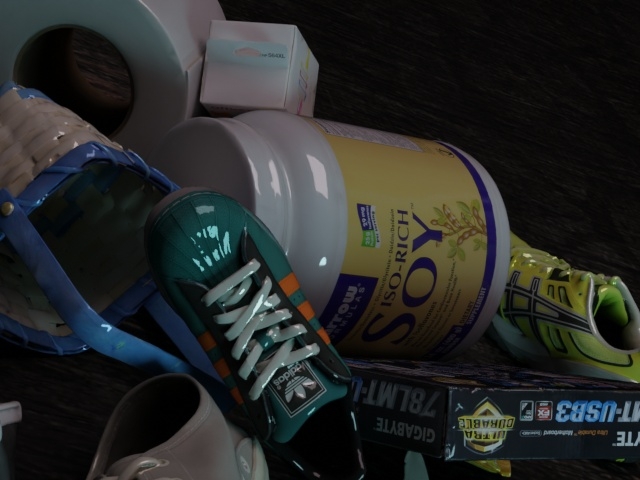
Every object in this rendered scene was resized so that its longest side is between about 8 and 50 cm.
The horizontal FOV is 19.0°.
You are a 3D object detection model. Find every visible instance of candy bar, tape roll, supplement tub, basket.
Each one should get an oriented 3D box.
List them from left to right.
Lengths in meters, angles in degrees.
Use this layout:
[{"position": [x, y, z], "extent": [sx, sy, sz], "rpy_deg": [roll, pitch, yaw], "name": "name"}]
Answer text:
[{"position": [-0.199, 0.020, 1.656], "extent": [0.289, 0.201, 0.255], "rpy_deg": [45, 3, 34], "name": "basket"}, {"position": [-0.229, -0.179, 1.980], "extent": [0.246, 0.246, 0.169], "rpy_deg": [31, 24, 1], "name": "tape roll"}, {"position": [0.000, 0.000, 1.904], "extent": [0.331, 0.241, 0.241], "rpy_deg": [7, 34, -41], "name": "supplement tub"}, {"position": [0.122, 0.197, 1.936], "extent": [0.161, 0.018, 0.040], "rpy_deg": [27, 25, -11], "name": "candy bar"}]

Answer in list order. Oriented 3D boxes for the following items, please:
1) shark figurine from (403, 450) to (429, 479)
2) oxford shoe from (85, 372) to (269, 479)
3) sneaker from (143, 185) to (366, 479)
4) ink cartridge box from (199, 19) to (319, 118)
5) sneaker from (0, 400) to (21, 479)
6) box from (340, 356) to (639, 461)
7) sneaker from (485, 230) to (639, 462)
[{"position": [0.199, 0.275, 1.768], "extent": [0.278, 0.116, 0.166], "rpy_deg": [37, 24, 9], "name": "shark figurine"}, {"position": [-0.114, 0.233, 1.407], "extent": [0.130, 0.169, 0.449], "rpy_deg": [54, 10, -20], "name": "oxford shoe"}, {"position": [-0.038, 0.085, 1.568], "extent": [0.302, 0.108, 0.121], "rpy_deg": [59, -8, -34], "name": "sneaker"}, {"position": [-0.063, -0.163, 1.946], "extent": [0.092, 0.090, 0.143], "rpy_deg": [4, -12, 13], "name": "ink cartridge box"}, {"position": [-0.272, 0.195, 1.420], "extent": [0.104, 0.147, 0.296], "rpy_deg": [-3, 1, -9], "name": "sneaker"}, {"position": [0.141, 0.153, 1.769], "extent": [0.293, 0.073, 0.295], "rpy_deg": [3, 0, -35], "name": "box"}, {"position": [0.282, 0.080, 2.184], "extent": [0.145, 0.147, 0.385], "rpy_deg": [5, 34, -41], "name": "sneaker"}]
